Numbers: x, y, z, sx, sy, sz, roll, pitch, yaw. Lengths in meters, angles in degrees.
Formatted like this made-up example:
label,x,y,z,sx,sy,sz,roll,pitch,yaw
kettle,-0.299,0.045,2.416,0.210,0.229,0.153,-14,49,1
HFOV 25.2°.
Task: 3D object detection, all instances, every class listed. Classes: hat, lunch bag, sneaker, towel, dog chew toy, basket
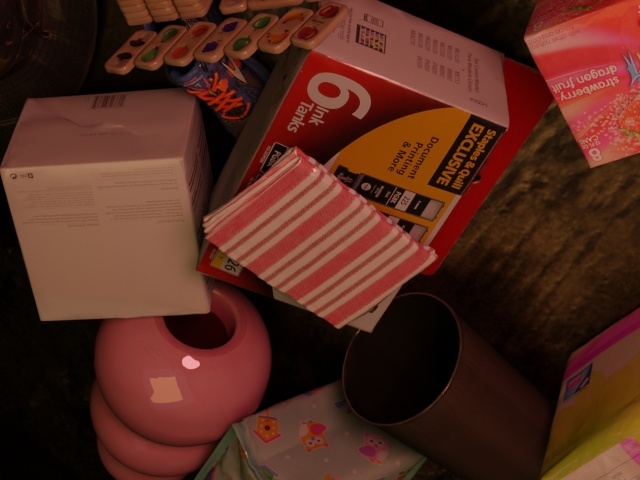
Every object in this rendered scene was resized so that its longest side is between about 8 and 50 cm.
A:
label,x,y,z,sx,sy,sz,roll,pitch,yaw
hat,-0.395,-0.234,1.521,0.331,0.134,0.331,9,127,13
lunch bag,-0.025,0.294,1.690,0.160,0.223,0.262,56,143,23
sneaker,-0.119,-0.175,1.488,0.083,0.087,0.221,-25,113,34
towel,0.000,0.000,1.400,0.197,0.029,0.144,36,126,-27
dog chew toy,-0.183,0.185,1.709,0.206,0.207,0.332,27,137,0
basket,0.161,0.186,1.580,0.227,0.204,0.154,38,91,-28

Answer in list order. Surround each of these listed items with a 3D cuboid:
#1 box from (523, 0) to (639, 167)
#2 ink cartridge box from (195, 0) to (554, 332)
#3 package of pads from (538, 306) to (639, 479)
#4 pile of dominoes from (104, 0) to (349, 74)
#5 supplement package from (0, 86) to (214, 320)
label,x,y,z,sx,sy,sz,roll,pitch,yaw
box,0.351,-0.197,1.261,0.300,0.142,0.154,-17,118,29
ink cartridge box,0.058,-0.066,1.439,0.271,0.130,0.309,20,131,-12
package of pads,0.360,0.147,1.450,0.101,0.229,0.296,41,127,-11
pile of dominoes,-0.077,-0.243,1.351,0.251,0.196,0.040,-4,134,23
supplement package,-0.219,-0.039,1.556,0.194,0.149,0.203,-3,126,5
